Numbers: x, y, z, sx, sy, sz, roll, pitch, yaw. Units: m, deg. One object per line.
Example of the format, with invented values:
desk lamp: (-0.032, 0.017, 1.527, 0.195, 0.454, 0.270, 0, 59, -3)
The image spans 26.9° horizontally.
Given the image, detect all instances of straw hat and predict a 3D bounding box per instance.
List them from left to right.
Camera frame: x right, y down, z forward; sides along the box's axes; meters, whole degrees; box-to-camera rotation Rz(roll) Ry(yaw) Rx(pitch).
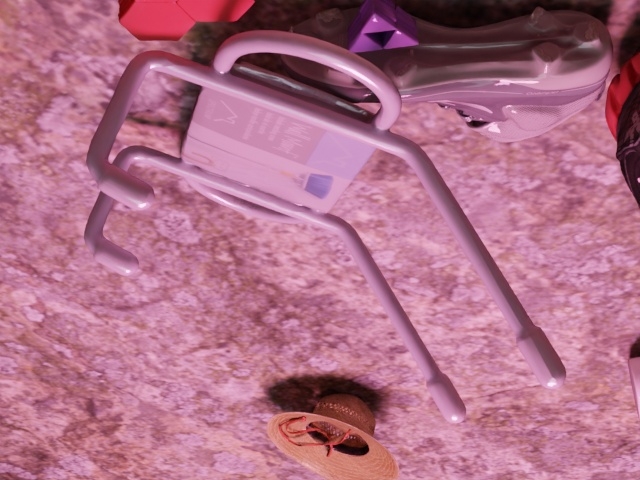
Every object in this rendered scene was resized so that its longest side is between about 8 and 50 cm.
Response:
straw hat: (0.022, 0.192, 1.378, 0.144, 0.061, 0.144, 16, 145, 11)

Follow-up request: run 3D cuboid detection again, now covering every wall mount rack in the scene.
wall mount rack: (0.000, 0.000, 0.874, 0.304, 0.130, 0.350, 21, 165, -5)

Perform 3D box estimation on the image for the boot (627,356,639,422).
boot: (0.345, 0.151, 1.271, 0.086, 0.069, 0.190, -12, 155, 14)

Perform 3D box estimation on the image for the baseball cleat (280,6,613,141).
baseball cleat: (0.079, -0.098, 0.849, 0.206, 0.072, 0.109, 2, 150, 6)

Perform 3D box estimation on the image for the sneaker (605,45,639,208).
sneaker: (0.238, -0.102, 0.754, 0.098, 0.135, 0.276, 8, 146, -4)

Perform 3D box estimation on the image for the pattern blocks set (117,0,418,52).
pattern blocks set: (0.030, -0.186, 0.653, 0.285, 0.026, 0.325, 1, 154, -8)
